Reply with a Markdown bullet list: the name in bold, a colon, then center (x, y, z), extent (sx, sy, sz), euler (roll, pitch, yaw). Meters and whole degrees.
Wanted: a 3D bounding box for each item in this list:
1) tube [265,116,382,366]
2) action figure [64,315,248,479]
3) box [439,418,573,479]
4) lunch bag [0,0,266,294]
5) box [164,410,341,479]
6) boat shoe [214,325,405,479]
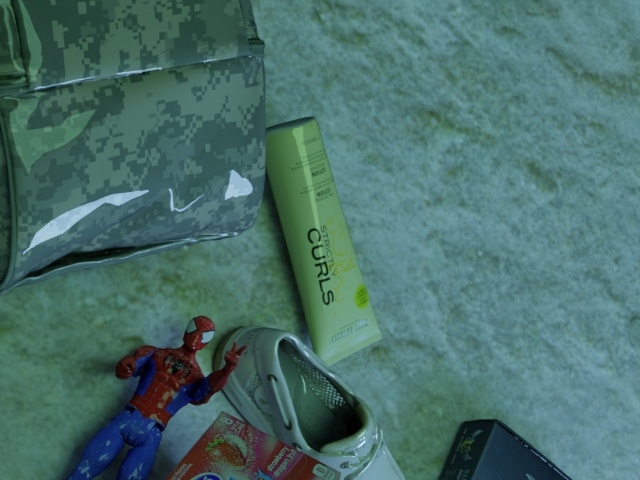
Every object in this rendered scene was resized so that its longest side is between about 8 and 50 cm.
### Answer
- **tube**: center (0.000, 0.000, 1.883), extent (0.070, 0.062, 0.240), euler (-15, 100, 1)
- **action figure**: center (-0.158, 0.163, 1.674), extent (0.091, 0.139, 0.280), euler (31, 59, 0)
- **box**: center (0.182, 0.328, 1.981), extent (0.183, 0.059, 0.232), euler (40, 60, -27)
- **lunch bag**: center (-0.200, -0.101, 1.630), extent (0.305, 0.212, 0.256), euler (-13, 91, -39)
- **box**: center (-0.099, 0.281, 1.647), extent (0.128, 0.122, 0.257), euler (27, 38, 10)
- **boat shoe**: center (0.013, 0.191, 1.837), extent (0.277, 0.096, 0.098), euler (49, 57, -23)
